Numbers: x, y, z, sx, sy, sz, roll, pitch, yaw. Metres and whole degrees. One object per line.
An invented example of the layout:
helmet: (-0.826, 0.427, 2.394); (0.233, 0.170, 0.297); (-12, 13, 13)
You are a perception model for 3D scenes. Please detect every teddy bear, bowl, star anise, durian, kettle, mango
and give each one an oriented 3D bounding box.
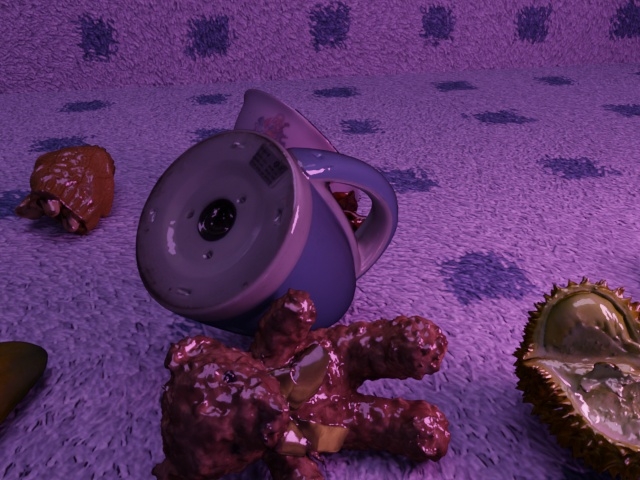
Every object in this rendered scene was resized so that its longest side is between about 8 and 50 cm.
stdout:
teddy bear: (-0.012, 0.177, 0.643); (0.295, 0.247, 0.222); (-2, 0, 18)
bowl: (-0.090, -0.152, 1.255); (0.157, 0.346, 0.345); (-47, 43, -11)
star anise: (0.000, 0.000, 1.094); (0.190, 0.126, 0.220); (13, 59, 25)
durian: (0.349, 0.169, 0.674); (0.200, 0.176, 0.237); (-48, 51, 6)
kettle: (-0.032, 0.009, 0.832); (0.319, 0.342, 0.247); (-37, 56, 10)
mango: (-0.469, 0.207, 0.744); (0.137, 0.091, 0.237); (8, 22, 5)

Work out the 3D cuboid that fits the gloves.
gloves: (-0.582, -0.136, 1.327); (0.202, 0.156, 0.356); (-9, 32, -6)
